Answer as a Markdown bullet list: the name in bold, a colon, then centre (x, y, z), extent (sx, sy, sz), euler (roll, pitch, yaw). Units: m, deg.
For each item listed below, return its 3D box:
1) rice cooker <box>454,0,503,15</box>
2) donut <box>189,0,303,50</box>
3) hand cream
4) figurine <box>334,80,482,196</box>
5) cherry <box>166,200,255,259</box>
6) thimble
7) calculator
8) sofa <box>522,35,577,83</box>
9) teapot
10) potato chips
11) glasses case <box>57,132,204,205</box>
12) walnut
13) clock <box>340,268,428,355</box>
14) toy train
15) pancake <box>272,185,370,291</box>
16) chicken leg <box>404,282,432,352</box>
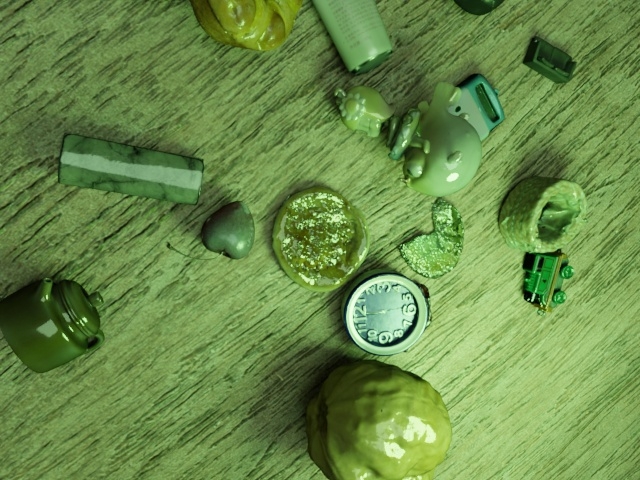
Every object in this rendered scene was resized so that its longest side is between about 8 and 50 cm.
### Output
- **rice cooker**: centre (0.400, -0.682, 1.253), extent (0.203, 0.118, 0.142), euler (36, 87, -24)
- **donut**: centre (-0.157, -0.565, 1.020), extent (0.299, 0.150, 0.317), euler (23, 80, -54)
- **hand cream**: centre (0.052, -0.585, 1.172), extent (0.185, 0.118, 0.359), euler (-27, 99, -8)
- **figurine**: centre (0.219, -0.287, 1.209), extent (0.394, 0.226, 0.275), euler (28, 91, 3)
- **cherry**: centre (-0.244, -0.032, 1.157), extent (0.188, 0.115, 0.148), euler (22, 111, -15)
- **thimble**: centre (0.648, -0.078, 1.422), extent (0.229, 0.148, 0.196), euler (-35, 107, -12)
- **calculator**: centre (0.385, -0.329, 1.344), extent (0.293, 0.051, 0.173), euler (-38, 107, -9)
- **sofa**: centre (0.666, -0.521, 1.398), extent (0.147, 0.060, 0.085), euler (20, 92, -20)
- **teapot**: centre (-0.554, 0.173, 1.057), extent (0.175, 0.185, 0.268), euler (-27, 144, -13)
- **potato chips**: centre (0.332, 0.000, 1.397), extent (0.202, 0.029, 0.220), euler (28, 93, -21)
- **glasses case**: centre (-0.422, -0.157, 1.103), extent (0.299, 0.060, 0.114), euler (8, 96, -19)
- **walnut**: centre (0.153, 0.481, 1.256), extent (0.383, 0.383, 0.384), euler (-3, 100, -18)
- **clock**: centre (0.172, 0.193, 1.328), extent (0.230, 0.083, 0.230), euler (-1, 101, -5)
- **toy train**: centre (0.686, 0.118, 1.500), extent (0.136, 0.091, 0.228), euler (14, 96, -9)
- **pancake**: centre (0.000, -0.001, 1.276), extent (0.282, 0.049, 0.282), euler (-2, 97, -16)
- **chicken leg**: centre (0.275, 0.223, 1.403), extent (0.093, 0.053, 0.205), euler (-2, 93, 5)
